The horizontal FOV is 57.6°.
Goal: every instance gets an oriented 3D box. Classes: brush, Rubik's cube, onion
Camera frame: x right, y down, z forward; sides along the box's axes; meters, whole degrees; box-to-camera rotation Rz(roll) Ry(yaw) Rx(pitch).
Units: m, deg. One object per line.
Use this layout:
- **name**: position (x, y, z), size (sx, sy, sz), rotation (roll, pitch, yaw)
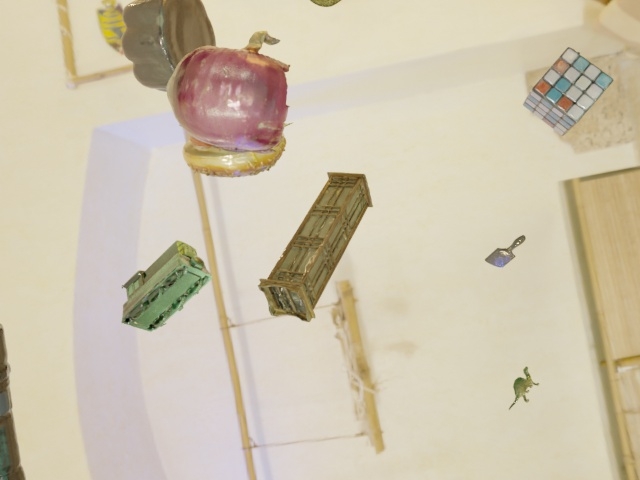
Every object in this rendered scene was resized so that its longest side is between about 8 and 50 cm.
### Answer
- **brush**: position (0.556, 0.031, 1.728), size (0.193, 0.062, 0.016), rotation (117, 175, -62)
- **Rubik's cube**: position (0.410, -0.247, 0.974), size (0.092, 0.092, 0.092), rotation (42, -177, 9)
- **onion**: position (-0.142, -0.220, 0.896), size (0.207, 0.200, 0.201), rotation (-106, 1, -47)

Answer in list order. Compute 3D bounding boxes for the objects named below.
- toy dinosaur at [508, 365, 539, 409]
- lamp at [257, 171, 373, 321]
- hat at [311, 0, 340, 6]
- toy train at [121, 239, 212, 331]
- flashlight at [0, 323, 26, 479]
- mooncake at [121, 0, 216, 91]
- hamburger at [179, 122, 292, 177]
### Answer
- **toy dinosaur**: position (0.523, 0.390, 1.519), size (0.029, 0.120, 0.060), rotation (25, -171, -31)
- **lamp**: position (0.000, 0.000, 1.096), size (0.325, 0.090, 0.089), rotation (-61, -35, -40)
- **hat**: position (-0.005, -0.683, 1.529), size (0.067, 0.146, 0.146), rotation (19, 123, 63)
- **toy train**: position (-0.491, 0.135, 1.815), size (0.138, 0.330, 0.178), rotation (32, -155, -44)
- **flashlight**: position (-0.698, 0.380, 1.242), size (0.103, 0.103, 0.424), rotation (-80, -13, -77)
- **mooncake**: position (-0.416, -0.553, 1.613), size (0.306, 0.154, 0.306), rotation (0, -90, -75)
- **hamburger**: position (-0.218, -0.279, 1.468), size (0.291, 0.290, 0.225), rotation (-92, -3, -63)
